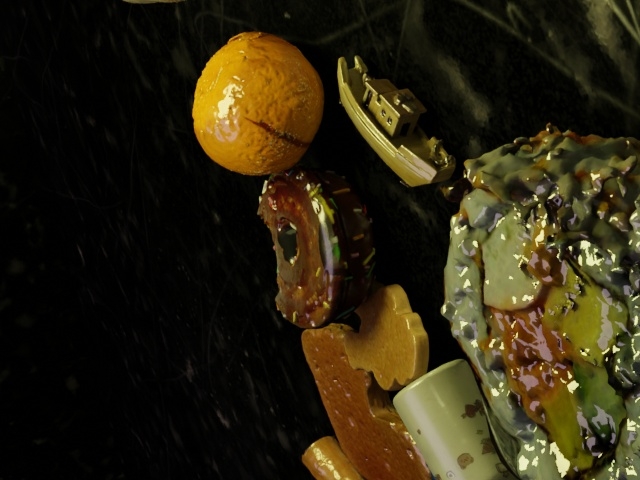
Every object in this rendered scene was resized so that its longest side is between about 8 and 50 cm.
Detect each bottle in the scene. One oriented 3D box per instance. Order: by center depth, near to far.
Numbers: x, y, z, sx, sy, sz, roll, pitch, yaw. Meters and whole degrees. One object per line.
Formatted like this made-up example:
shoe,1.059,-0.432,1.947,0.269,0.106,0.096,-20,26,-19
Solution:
bottle,0.191,0.271,1.502,0.233,0.110,0.110,60,158,13

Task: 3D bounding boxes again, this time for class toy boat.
toy boat,0.083,-0.141,1.393,0.206,0.064,0.072,53,141,30

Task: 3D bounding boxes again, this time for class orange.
orange,-0.078,-0.174,1.581,0.193,0.161,0.193,-48,31,41

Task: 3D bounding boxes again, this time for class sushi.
sushi,0.258,0.090,1.080,0.417,0.176,0.417,164,90,-70

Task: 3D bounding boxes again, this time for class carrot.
carrot,0.052,0.426,2.047,0.205,0.072,0.072,49,153,30

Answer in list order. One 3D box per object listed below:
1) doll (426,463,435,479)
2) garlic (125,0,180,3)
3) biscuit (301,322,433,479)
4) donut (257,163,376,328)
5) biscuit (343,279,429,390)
doll,0.170,0.311,1.638,0.114,0.057,0.227,-69,-22,-68
garlic,-0.216,-0.438,1.531,0.317,0.259,0.317,28,162,10
biscuit,0.082,0.246,1.811,0.262,0.052,0.277,-15,98,64
donut,0.000,0.001,1.654,0.216,0.096,0.230,-41,61,57
biscuit,0.088,0.126,1.630,0.236,0.040,0.144,-157,61,-65
